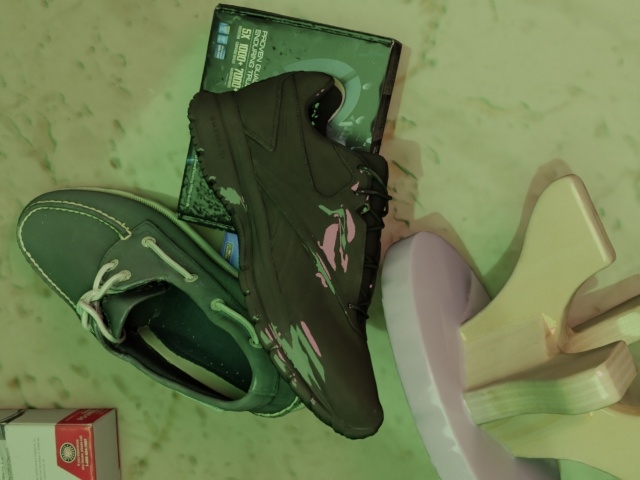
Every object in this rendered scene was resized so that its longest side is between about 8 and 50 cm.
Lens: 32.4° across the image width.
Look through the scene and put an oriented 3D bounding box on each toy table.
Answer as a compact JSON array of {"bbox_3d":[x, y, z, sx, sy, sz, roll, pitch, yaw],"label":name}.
[{"bbox_3d":[0.174,0.100,0.826,0.161,0.252,0.274,-25,100,29],"label":"toy table"}]

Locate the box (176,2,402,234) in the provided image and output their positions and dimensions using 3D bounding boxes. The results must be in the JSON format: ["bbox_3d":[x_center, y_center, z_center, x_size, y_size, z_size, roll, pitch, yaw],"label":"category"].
[{"bbox_3d":[-0.025,-0.090,0.904,0.147,0.077,0.180,14,99,8],"label":"box"}]

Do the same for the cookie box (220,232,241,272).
[{"bbox_3d":[-0.034,0.044,0.941,0.107,0.040,0.091,13,100,9],"label":"cookie box"}]

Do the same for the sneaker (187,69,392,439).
[{"bbox_3d":[0.000,0.000,0.794,0.130,0.109,0.286,-21,77,4],"label":"sneaker"}]

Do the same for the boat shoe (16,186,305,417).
[{"bbox_3d":[-0.144,0.043,0.902,0.319,0.099,0.116,30,105,22],"label":"boat shoe"}]

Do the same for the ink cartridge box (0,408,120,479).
[{"bbox_3d":[-0.262,0.209,0.990,0.150,0.063,0.109,-1,97,11],"label":"ink cartridge box"}]
